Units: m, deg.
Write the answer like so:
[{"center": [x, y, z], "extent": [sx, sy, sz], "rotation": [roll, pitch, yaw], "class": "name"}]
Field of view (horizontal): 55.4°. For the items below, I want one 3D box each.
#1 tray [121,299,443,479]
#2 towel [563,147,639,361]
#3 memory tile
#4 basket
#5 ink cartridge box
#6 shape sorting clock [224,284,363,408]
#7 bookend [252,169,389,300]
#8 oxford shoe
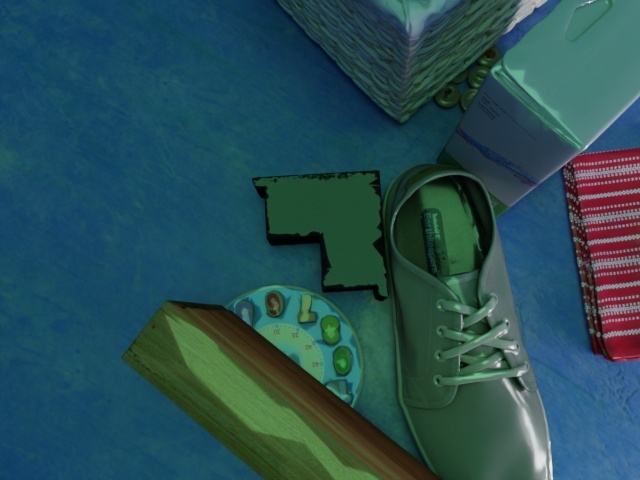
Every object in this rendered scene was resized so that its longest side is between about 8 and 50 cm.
[{"center": [0.014, 0.211, 0.610], "extent": [0.411, 0.203, 0.076], "rotation": [38, 88, 8], "class": "tray"}, {"center": [0.428, 0.010, 0.785], "extent": [0.199, 0.031, 0.275], "rotation": [-5, 80, -2], "class": "towel"}, {"center": [0.167, -0.239, 0.836], "extent": [0.148, 0.012, 0.113], "rotation": [20, 80, 3], "class": "memory tile"}, {"center": [0.104, -0.383, 0.724], "extent": [0.328, 0.266, 0.331], "rotation": [-41, 79, -7], "class": "basket"}, {"center": [0.262, -0.158, 0.687], "extent": [0.201, 0.278, 0.117], "rotation": [-44, 83, -7], "class": "ink cartridge box"}, {"center": [-0.050, 0.156, 0.748], "extent": [0.206, 0.040, 0.206], "rotation": [0, 80, -1], "class": "shape sorting clock"}, {"center": [0.000, 0.000, 0.760], "extent": [0.156, 0.072, 0.157], "rotation": [-4, 80, 0], "class": "bookend"}, {"center": [0.167, 0.115, 0.715], "extent": [0.169, 0.130, 0.449], "rotation": [-11, 82, -5], "class": "oxford shoe"}]
